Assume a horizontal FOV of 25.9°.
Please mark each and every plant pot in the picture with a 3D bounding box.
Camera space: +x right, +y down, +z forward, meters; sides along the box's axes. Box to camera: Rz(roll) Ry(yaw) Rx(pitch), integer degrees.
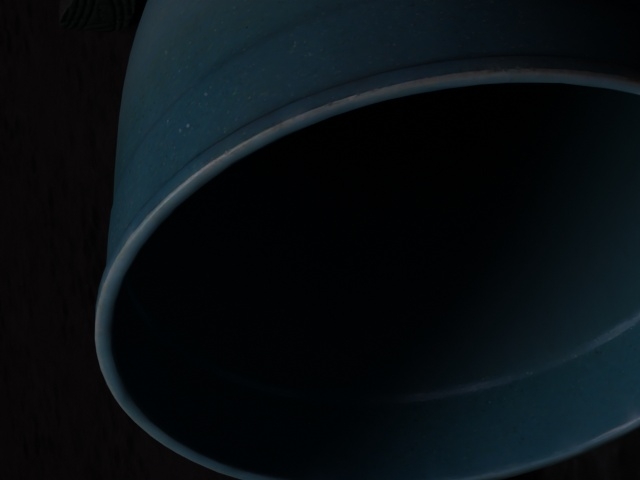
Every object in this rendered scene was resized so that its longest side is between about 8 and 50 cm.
[{"bbox_3d":[0.033,-0.065,0.616,0.272,0.271,0.255,116,152,-46],"label":"plant pot"}]

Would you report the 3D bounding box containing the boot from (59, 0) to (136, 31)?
[{"bbox_3d":[-0.171,-0.286,1.141,0.246,0.083,0.161,-28,65,59],"label":"boot"}]
